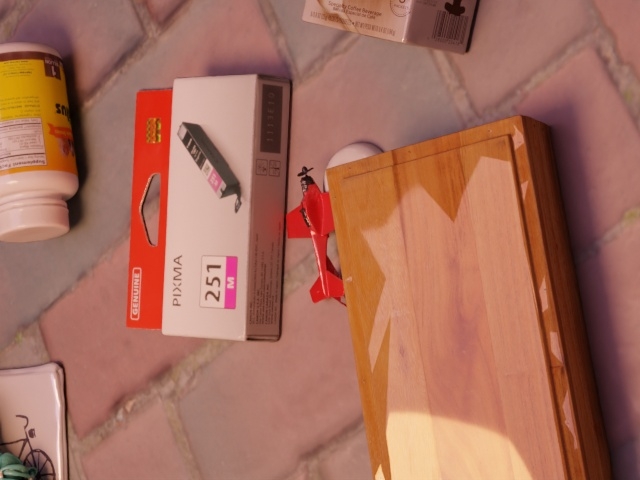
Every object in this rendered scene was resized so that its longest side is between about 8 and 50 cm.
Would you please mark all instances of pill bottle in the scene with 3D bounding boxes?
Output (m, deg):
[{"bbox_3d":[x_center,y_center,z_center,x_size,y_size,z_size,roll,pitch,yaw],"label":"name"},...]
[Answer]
[{"bbox_3d":[-0.340,-0.110,2.102,0.117,0.117,0.215,-19,75,40],"label":"pill bottle"}]

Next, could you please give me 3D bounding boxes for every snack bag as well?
[{"bbox_3d":[-0.404,0.314,2.190,0.323,0.037,0.342,-7,83,43],"label":"snack bag"}]

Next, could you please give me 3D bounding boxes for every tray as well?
[{"bbox_3d":[0.135,0.112,1.651,0.203,0.076,0.410,-15,78,27],"label":"tray"}]

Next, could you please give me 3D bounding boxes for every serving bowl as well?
[{"bbox_3d":[0.031,-0.057,1.818,0.083,0.027,0.083,-4,84,43],"label":"serving bowl"}]

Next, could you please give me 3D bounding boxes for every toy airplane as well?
[{"bbox_3d":[0.000,0.000,1.825,0.151,0.028,0.151,29,126,51],"label":"toy airplane"}]

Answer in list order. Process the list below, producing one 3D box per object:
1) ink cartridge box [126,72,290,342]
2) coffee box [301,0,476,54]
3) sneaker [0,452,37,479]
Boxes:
[{"bbox_3d":[-0.140,-0.035,1.954,0.239,0.060,0.275,1,88,41],"label":"ink cartridge box"},{"bbox_3d":[0.084,-0.311,1.737,0.141,0.098,0.246,18,99,42],"label":"coffee box"},{"bbox_3d":[-0.361,0.296,2.060,0.275,0.107,0.110,44,105,38],"label":"sneaker"}]
